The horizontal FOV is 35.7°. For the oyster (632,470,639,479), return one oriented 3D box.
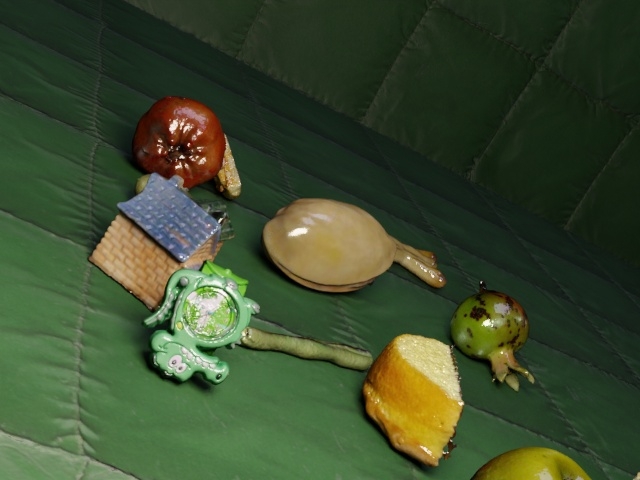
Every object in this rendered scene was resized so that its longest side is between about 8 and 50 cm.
[{"bbox_3d":[0.597,0.479,1.597,0.238,0.114,0.351,29,32,-6],"label":"oyster"}]

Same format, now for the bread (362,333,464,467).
[{"bbox_3d":[0.133,0.226,1.509,0.134,0.129,0.260,22,17,-7],"label":"bread"}]

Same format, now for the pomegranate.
[{"bbox_3d":[0.351,0.190,1.963,0.156,0.156,0.220,18,26,-39],"label":"pomegranate"}]

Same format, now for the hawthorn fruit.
[{"bbox_3d":[-0.266,-0.194,1.927,0.185,0.185,0.202,30,17,-6],"label":"hawthorn fruit"}]

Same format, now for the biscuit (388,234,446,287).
[{"bbox_3d":[0.190,0.033,2.302,0.208,0.047,0.164,27,16,-14],"label":"biscuit"}]

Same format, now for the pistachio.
[{"bbox_3d":[0.009,0.008,1.863,0.293,0.162,0.181,15,54,-42],"label":"pistachio"}]

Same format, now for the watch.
[{"bbox_3d":[-0.169,0.108,1.338,0.131,0.165,0.152,27,-8,-10],"label":"watch"}]

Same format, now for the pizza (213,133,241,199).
[{"bbox_3d":[-0.204,-0.151,2.043,0.046,0.134,0.175,-15,13,-11],"label":"pizza"}]

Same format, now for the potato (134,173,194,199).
[{"bbox_3d":[-0.248,-0.047,1.704,0.105,0.085,0.188,11,30,-45],"label":"potato"}]

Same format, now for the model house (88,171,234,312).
[{"bbox_3d":[-0.209,-0.005,1.491,0.166,0.172,0.183,35,16,16],"label":"model house"}]

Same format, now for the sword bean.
[{"bbox_3d":[-0.025,0.168,1.555,0.269,0.038,0.043,16,-3,-41],"label":"sword bean"}]

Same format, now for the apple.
[{"bbox_3d":[0.290,0.366,1.327,0.196,0.157,0.196,28,26,-15],"label":"apple"}]

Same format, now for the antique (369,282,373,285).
[{"bbox_3d":[0.081,0.044,2.135,0.031,0.015,0.192,25,17,-20],"label":"antique"}]
